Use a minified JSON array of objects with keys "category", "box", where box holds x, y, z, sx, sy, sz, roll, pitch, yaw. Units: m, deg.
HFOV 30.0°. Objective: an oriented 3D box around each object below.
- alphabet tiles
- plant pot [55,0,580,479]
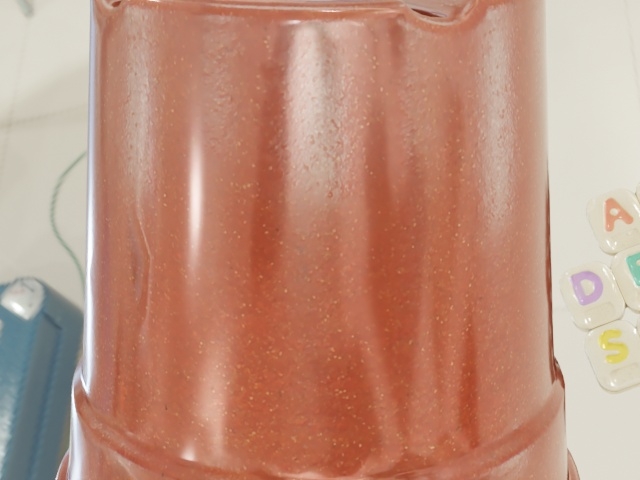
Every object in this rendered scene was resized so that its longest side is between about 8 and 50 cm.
[{"category":"alphabet tiles","box":[0.399,0.049,1.222,0.284,0.021,0.278,-21,66,8]},{"category":"plant pot","box":[0.000,0.000,0.576,0.272,0.265,0.272,0,21,0]}]
